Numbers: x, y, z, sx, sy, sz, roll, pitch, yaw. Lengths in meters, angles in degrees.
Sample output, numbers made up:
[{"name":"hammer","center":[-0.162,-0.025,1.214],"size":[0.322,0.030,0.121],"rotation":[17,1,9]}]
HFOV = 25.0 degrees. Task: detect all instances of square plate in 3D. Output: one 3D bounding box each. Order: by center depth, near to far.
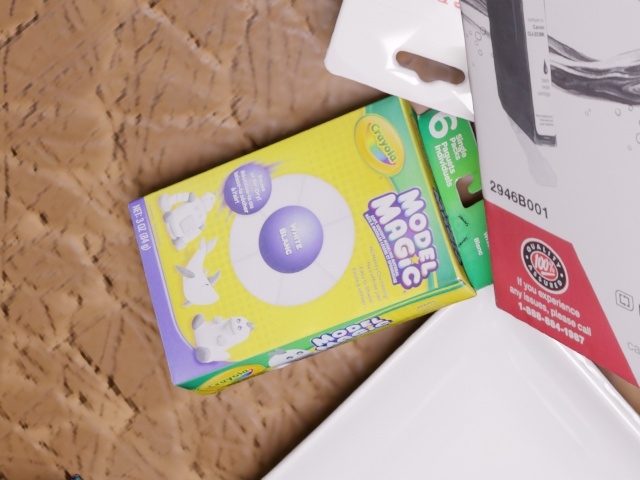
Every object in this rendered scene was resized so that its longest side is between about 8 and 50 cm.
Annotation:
[{"name":"square plate","center":[0.087,0.244,0.780],"size":[0.347,0.049,0.344],"rotation":[-43,93,16]}]

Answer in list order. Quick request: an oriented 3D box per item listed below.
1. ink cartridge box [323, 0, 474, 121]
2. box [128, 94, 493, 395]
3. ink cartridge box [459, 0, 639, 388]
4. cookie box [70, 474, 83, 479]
[{"name":"ink cartridge box","center":[0.077,-0.153,0.686],"size":[0.104,0.060,0.180],"rotation":[20,105,4]},{"name":"box","center":[0.000,0.000,0.724],"size":[0.179,0.043,0.105],"rotation":[-21,71,12]},{"name":"ink cartridge box","center":[0.158,-0.074,0.574],"size":[0.114,0.197,0.273],"rotation":[-25,122,-25]},{"name":"cookie box","center":[-0.164,0.187,0.781],"size":[0.040,0.107,0.092],"rotation":[44,106,-2]}]
